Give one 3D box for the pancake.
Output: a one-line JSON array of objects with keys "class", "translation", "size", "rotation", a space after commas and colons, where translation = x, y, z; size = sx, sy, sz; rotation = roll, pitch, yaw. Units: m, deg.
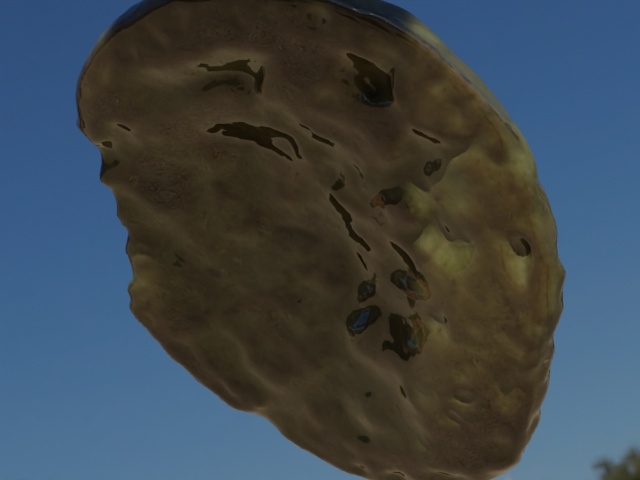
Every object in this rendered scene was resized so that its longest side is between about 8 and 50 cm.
[{"class": "pancake", "translation": [0.001, 0.000, 0.729], "size": [0.222, 0.236, 0.042], "rotation": [-12, 26, 39]}]
